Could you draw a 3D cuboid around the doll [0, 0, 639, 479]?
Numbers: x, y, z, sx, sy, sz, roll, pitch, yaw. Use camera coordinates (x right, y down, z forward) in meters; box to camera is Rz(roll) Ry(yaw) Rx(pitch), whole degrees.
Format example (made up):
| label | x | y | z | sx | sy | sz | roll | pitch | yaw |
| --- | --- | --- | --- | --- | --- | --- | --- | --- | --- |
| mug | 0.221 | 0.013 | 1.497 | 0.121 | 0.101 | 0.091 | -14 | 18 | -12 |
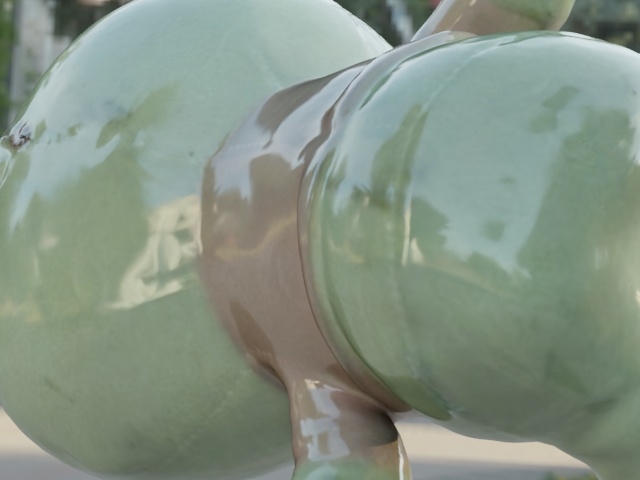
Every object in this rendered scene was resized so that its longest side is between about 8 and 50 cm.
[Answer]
| label | x | y | z | sx | sy | sz | roll | pitch | yaw |
| --- | --- | --- | --- | --- | --- | --- | --- | --- | --- |
| doll | -0.005 | -0.005 | 0.470 | 0.275 | 0.155 | 0.113 | 11 | -19 | 42 |
